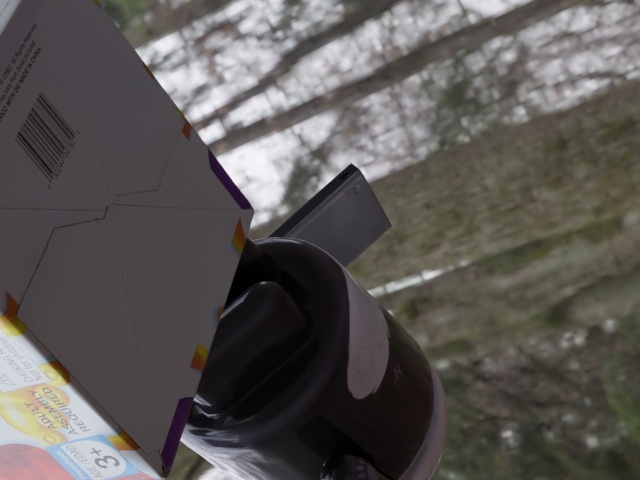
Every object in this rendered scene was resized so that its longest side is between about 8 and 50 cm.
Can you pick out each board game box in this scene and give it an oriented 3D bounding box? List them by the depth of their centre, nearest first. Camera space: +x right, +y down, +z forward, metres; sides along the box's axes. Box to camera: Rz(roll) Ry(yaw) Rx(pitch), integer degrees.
[{"bbox_3d":[-0.189,0.023,0.557,0.142,0.275,0.144,54,-146,-32],"label":"board game box"}]

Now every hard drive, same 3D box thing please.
[{"bbox_3d":[0.000,0.000,1.354,0.022,0.135,0.094,41,169,40],"label":"hard drive"}]

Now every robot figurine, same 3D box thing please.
[{"bbox_3d":[-0.018,0.109,1.042,0.278,0.174,0.209,46,-136,-48],"label":"robot figurine"}]
